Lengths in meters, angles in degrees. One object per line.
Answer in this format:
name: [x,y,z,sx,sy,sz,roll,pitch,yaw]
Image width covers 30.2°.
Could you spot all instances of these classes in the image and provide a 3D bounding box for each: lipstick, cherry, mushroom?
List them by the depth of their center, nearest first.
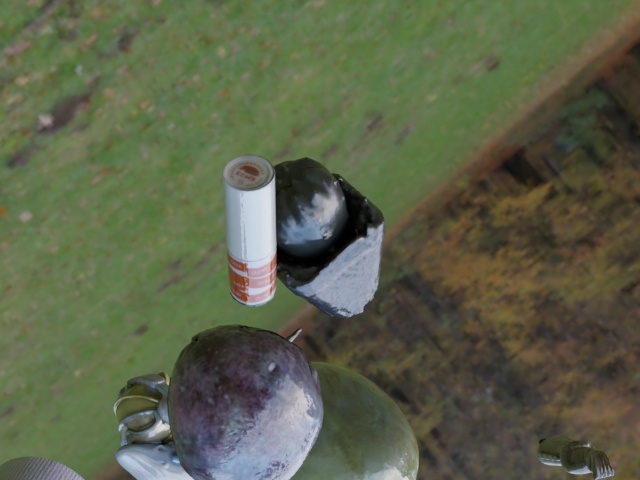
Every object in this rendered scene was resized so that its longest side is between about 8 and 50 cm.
lipstick: [-0.052,-0.005,0.888,0.038,0.038,0.131,-37,149,-29]
cherry: [-0.084,0.187,1.308,0.195,0.195,0.195,-39,176,-3]
mushroom: [-0.003,0.360,1.958,0.352,0.352,0.260,-34,157,-51]

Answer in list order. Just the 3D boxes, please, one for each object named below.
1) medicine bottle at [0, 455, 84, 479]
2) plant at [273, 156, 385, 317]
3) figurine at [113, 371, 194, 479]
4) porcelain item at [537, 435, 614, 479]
medicine bottle: [-0.293,0.309,1.067,0.139,0.139,0.225,-41,-168,27]
plant: [0.000,0.000,1.597,0.164,0.142,0.256,-39,137,-7]
figurine: [-0.179,0.252,1.512,0.128,0.184,0.208,-38,163,33]
porcelain item: [0.449,0.378,2.072,0.084,0.054,0.213,-11,179,-11]
